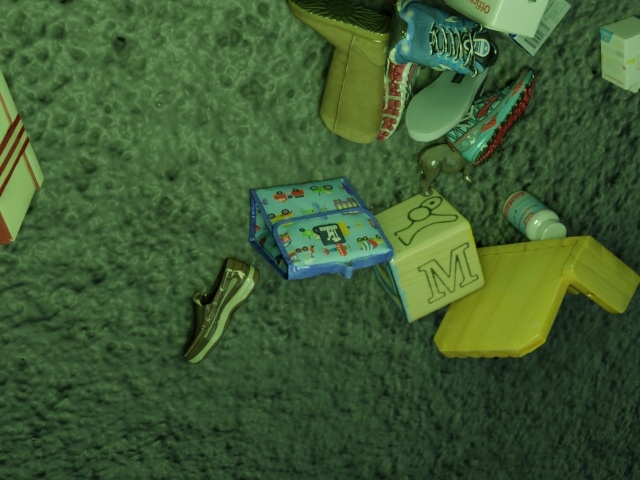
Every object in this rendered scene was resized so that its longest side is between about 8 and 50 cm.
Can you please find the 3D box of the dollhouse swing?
[{"bbox_3d":[0.483,0.173,2.099,0.315,0.347,0.304,32,64,-34],"label":"dollhouse swing"}]

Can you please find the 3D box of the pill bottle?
[{"bbox_3d":[0.503,-0.047,2.163,0.087,0.160,0.087,-11,121,-18],"label":"pill bottle"}]

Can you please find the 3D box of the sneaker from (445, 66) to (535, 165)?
[{"bbox_3d":[0.366,-0.291,1.996,0.262,0.125,0.104,-51,161,-18],"label":"sneaker"}]

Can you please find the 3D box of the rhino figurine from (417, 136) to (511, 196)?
[{"bbox_3d":[0.322,-0.187,2.058,0.243,0.073,0.106,-20,127,-13],"label":"rhino figurine"}]

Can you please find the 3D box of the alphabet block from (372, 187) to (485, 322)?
[{"bbox_3d":[0.226,0.030,2.073,0.197,0.192,0.193,-25,127,-7],"label":"alphabet block"}]

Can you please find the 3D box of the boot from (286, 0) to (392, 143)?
[{"bbox_3d":[0.025,-0.340,1.813,0.089,0.236,0.269,-47,159,-37],"label":"boot"}]

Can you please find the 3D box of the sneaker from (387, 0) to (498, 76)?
[{"bbox_3d":[0.239,-0.379,1.730,0.330,0.147,0.129,-8,109,-56],"label":"sneaker"}]

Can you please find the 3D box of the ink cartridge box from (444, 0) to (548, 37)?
[{"bbox_3d":[0.372,-0.555,1.789,0.114,0.197,0.272,8,115,-28],"label":"ink cartridge box"}]

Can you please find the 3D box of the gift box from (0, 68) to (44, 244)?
[{"bbox_3d":[-0.650,-0.141,1.561,0.277,0.258,0.255,-5,124,2],"label":"gift box"}]

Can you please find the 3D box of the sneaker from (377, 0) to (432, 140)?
[{"bbox_3d":[0.162,-0.340,1.879,0.112,0.121,0.299,-19,136,-46],"label":"sneaker"}]

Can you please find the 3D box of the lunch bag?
[{"bbox_3d":[0.000,0.000,1.891,0.221,0.293,0.138,-9,121,-19],"label":"lunch bag"}]

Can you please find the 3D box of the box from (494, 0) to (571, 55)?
[{"bbox_3d":[0.420,-0.467,1.897,0.072,0.137,0.126,29,104,-33],"label":"box"}]

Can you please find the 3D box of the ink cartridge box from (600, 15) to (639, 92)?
[{"bbox_3d":[0.694,-0.414,2.076,0.090,0.092,0.143,-22,126,-11],"label":"ink cartridge box"}]

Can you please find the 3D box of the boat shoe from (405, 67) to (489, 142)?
[{"bbox_3d":[0.264,-0.281,1.895,0.105,0.113,0.306,83,29,-45],"label":"boat shoe"}]

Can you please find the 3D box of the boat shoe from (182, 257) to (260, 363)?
[{"bbox_3d":[-0.239,0.146,2.008,0.095,0.095,0.257,32,97,-20],"label":"boat shoe"}]
